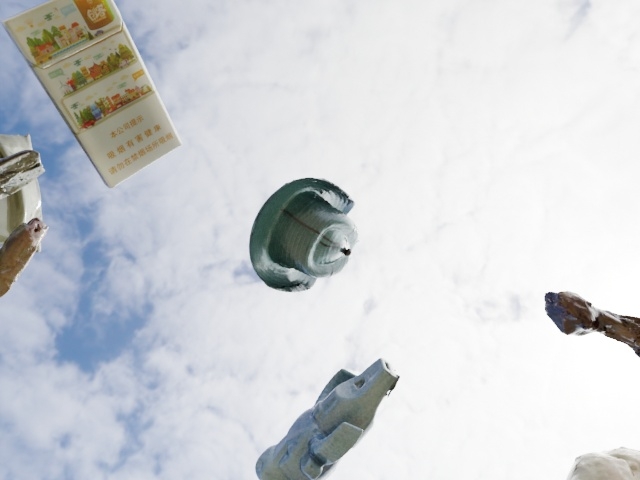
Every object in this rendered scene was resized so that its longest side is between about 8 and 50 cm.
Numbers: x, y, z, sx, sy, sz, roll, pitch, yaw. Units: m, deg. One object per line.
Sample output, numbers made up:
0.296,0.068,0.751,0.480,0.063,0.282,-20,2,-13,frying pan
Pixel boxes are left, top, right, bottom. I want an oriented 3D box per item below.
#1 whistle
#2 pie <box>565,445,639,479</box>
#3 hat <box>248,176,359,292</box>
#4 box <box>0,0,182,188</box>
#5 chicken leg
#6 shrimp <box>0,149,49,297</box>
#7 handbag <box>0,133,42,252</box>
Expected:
0.007,0.269,0.713,0.093,0.180,0.269,39,-83,-4,whistle
0.185,0.153,0.198,0.184,0.218,0.052,16,-78,-1,pie
0.000,0.000,0.602,0.077,0.190,0.138,27,-82,27,hat
-0.270,-0.188,0.632,0.122,0.032,0.221,-39,-47,-23,box
0.462,0.138,0.733,0.304,0.113,0.093,20,-58,-2,chicken leg
-0.407,-0.006,0.598,0.173,0.253,0.058,31,-32,15,shrimp
-0.677,-0.097,0.937,0.109,0.315,0.254,-4,-91,37,handbag
